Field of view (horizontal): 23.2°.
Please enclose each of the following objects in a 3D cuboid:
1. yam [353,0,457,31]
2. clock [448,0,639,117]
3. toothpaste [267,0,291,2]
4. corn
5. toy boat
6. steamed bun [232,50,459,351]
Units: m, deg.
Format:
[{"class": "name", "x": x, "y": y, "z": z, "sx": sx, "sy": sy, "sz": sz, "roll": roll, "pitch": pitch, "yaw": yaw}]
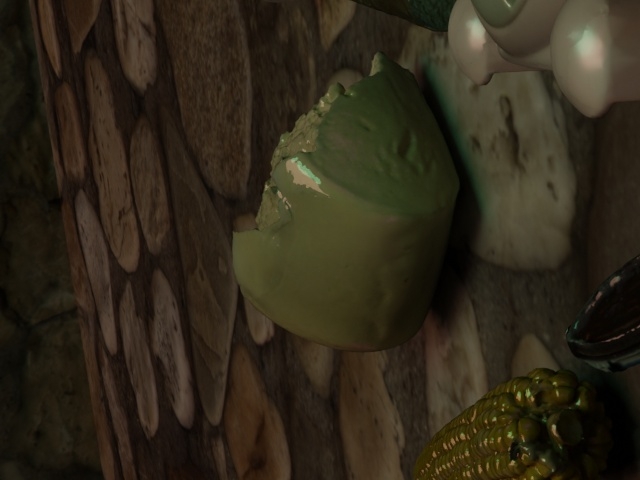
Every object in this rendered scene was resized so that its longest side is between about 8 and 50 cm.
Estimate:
[{"class": "yam", "x": 0.064, "y": -0.205, "z": 1.202, "sx": 0.169, "sy": 0.068, "sz": 0.068, "roll": -141, "pitch": 44, "yaw": -62}, {"class": "clock", "x": 0.150, "y": -0.237, "z": 0.751, "sx": 0.342, "sy": 0.184, "sz": 0.326, "roll": -146, "pitch": 48, "yaw": -76}, {"class": "toothpaste", "x": -0.054, "y": -0.382, "z": 1.439, "sx": 0.100, "sy": 0.066, "sz": 0.323, "roll": 140, "pitch": 122, "yaw": -67}, {"class": "corn", "x": 0.135, "y": 0.169, "z": 1.173, "sx": 0.292, "sy": 0.101, "sz": 0.101, "roll": 121, "pitch": 134, "yaw": -66}, {"class": "toy boat", "x": 0.209, "y": 0.040, "z": 0.950, "sx": 0.140, "sy": 0.066, "sz": 0.059, "roll": -40, "pitch": 47, "yaw": 35}, {"class": "steamed bun", "x": 0.013, "y": -0.031, "z": 1.286, "sx": 0.225, "sy": 0.170, "sz": 0.200, "roll": 103, "pitch": 154, "yaw": -46}]
